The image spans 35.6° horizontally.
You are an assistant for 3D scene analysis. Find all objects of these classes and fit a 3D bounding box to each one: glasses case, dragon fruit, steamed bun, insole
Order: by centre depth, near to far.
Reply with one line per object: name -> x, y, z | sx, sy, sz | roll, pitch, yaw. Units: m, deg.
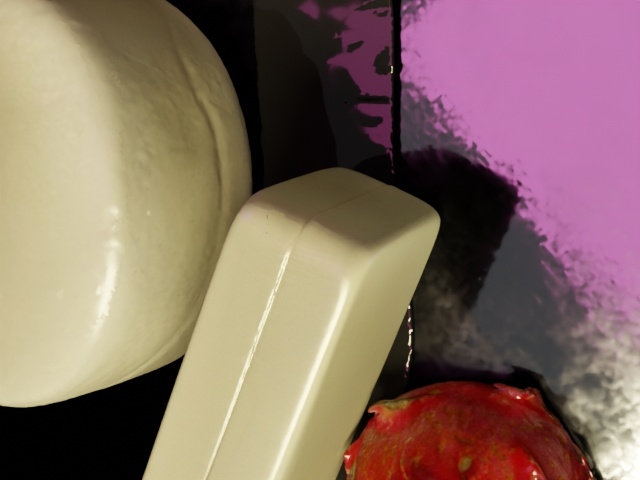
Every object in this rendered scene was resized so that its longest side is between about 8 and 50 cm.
dragon fruit -> 0.069, 0.153, 0.522 | 0.153, 0.111, 0.153 | 4, 103, 19
glasses case -> -0.035, 0.116, 0.545 | 0.070, 0.131, 0.313 | 27, 111, 17
steamed bun -> -0.133, -0.030, 0.567 | 0.164, 0.146, 0.242 | 1, 99, 29
insole -> 0.000, 0.000, 0.586 | 0.119, 0.009, 0.348 | 5, 102, 24
